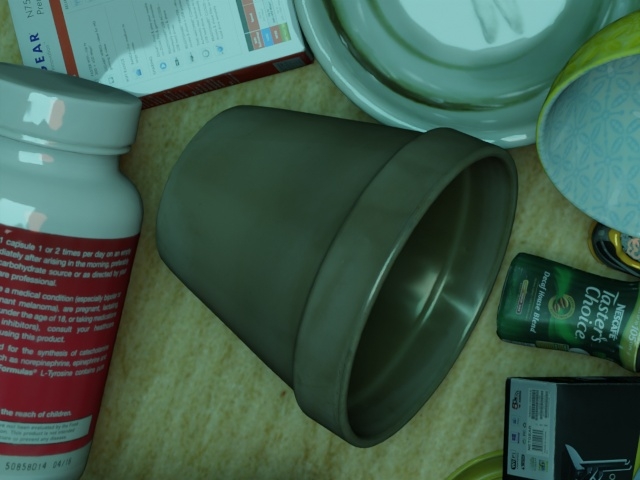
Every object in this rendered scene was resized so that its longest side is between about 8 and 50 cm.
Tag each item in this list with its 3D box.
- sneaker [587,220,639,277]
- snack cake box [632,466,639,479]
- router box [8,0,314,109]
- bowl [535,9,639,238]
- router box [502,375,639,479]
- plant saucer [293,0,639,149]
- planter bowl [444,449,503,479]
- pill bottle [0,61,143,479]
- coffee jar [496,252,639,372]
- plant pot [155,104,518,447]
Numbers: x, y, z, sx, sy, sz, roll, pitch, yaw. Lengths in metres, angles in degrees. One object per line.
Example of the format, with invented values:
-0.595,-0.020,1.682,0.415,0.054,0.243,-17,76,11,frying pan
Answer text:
0.383,0.020,1.604,0.214,0.083,0.084,10,88,6,sneaker
0.366,0.282,1.486,0.152,0.089,0.264,44,68,-27,snack cake box
-0.194,-0.319,1.680,0.301,0.082,0.335,-14,87,6,router box
0.361,-0.137,1.482,0.289,0.289,0.156,14,57,7,bowl
0.295,0.289,1.543,0.243,0.081,0.309,4,88,-32,router box
0.171,-0.290,1.628,0.400,0.100,0.401,0,89,7,plant saucer
0.207,0.328,1.612,0.217,0.090,0.217,0,88,6,planter bowl
-0.310,0.036,1.579,0.229,0.229,0.408,16,102,7,pill bottle
0.280,0.076,1.599,0.184,0.079,0.096,12,81,17,coffee jar
0.000,0.000,1.559,0.280,0.323,0.323,28,92,22,plant pot
